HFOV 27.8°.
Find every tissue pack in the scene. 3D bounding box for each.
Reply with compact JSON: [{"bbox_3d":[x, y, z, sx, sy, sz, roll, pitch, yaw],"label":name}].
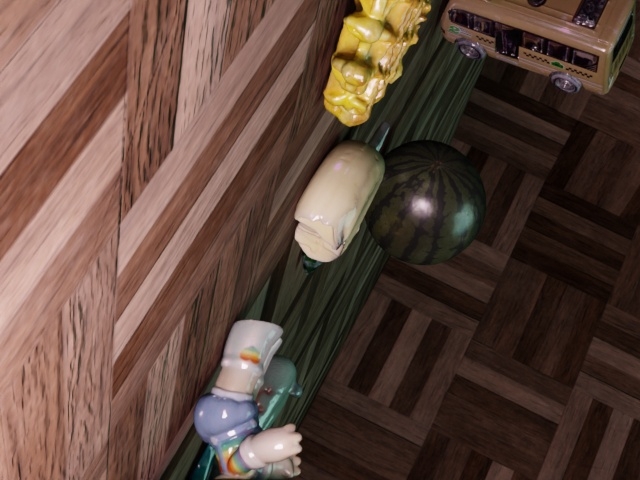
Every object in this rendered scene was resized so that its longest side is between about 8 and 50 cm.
[{"bbox_3d":[-0.160,0.310,1.728,0.085,0.028,0.138,82,30,-85],"label":"tissue pack"}]

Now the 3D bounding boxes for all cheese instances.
[{"bbox_3d":[0.041,-0.081,1.574,0.249,0.070,0.163,-60,174,-30],"label":"cheese"}]

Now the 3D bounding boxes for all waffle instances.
[{"bbox_3d":[0.059,-0.211,1.245,0.219,0.057,0.229,-65,173,13],"label":"waffle"}]

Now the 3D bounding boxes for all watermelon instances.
[{"bbox_3d":[0.173,-0.062,2.154,0.212,0.212,0.212,-63,174,-12],"label":"watermelon"}]

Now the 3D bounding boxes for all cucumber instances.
[{"bbox_3d":[0.000,0.000,1.735,0.037,0.037,0.155,-58,171,-45],"label":"cucumber"}]

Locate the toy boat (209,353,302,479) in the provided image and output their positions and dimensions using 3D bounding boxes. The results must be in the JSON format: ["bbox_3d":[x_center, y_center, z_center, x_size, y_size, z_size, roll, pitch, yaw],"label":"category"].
[{"bbox_3d":[-0.093,0.264,1.870,0.208,0.078,0.134,-62,171,-6],"label":"toy boat"}]

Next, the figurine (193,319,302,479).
[{"bbox_3d":[-0.112,0.283,1.425,0.224,0.205,0.382,102,-4,-55],"label":"figurine"}]

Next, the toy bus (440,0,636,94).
[{"bbox_3d":[0.331,-0.344,1.990,0.139,0.289,0.157,-60,161,-18],"label":"toy bus"}]
